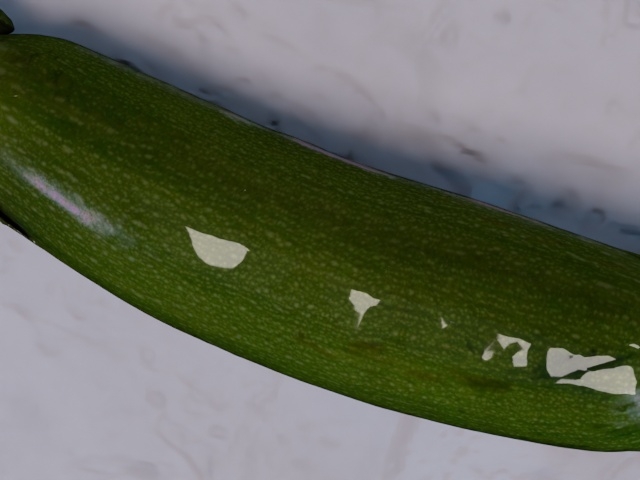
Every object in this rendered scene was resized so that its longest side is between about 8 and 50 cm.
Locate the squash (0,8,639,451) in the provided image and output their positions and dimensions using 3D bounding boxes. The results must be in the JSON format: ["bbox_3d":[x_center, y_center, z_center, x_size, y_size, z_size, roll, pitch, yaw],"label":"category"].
[{"bbox_3d":[-0.002,0.002,0.589,0.318,0.071,0.080,24,107,13],"label":"squash"}]
